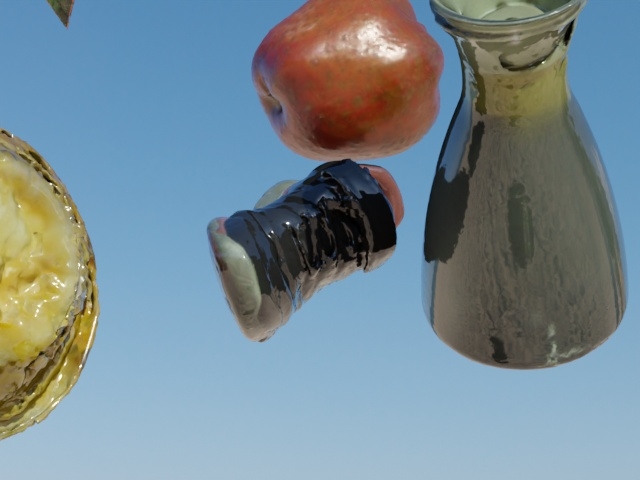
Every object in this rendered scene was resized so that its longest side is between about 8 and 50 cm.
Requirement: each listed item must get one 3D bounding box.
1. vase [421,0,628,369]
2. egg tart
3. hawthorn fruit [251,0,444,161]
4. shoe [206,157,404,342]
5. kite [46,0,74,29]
[{"bbox_3d":[0.155,-0.066,0.988,0.173,0.173,0.321,-2,-50,8],"label":"vase"},{"bbox_3d":[-0.180,0.012,0.618,0.191,0.191,0.074,14,-21,-42],"label":"egg tart"},{"bbox_3d":[0.026,-0.161,1.244,0.189,0.189,0.189,0,-15,0],"label":"hawthorn fruit"},{"bbox_3d":[0.000,0.000,1.090,0.137,0.114,0.291,-18,10,22],"label":"shoe"},{"bbox_3d":[-0.321,-0.373,1.579,0.183,0.014,0.241,11,-56,-8],"label":"kite"}]
